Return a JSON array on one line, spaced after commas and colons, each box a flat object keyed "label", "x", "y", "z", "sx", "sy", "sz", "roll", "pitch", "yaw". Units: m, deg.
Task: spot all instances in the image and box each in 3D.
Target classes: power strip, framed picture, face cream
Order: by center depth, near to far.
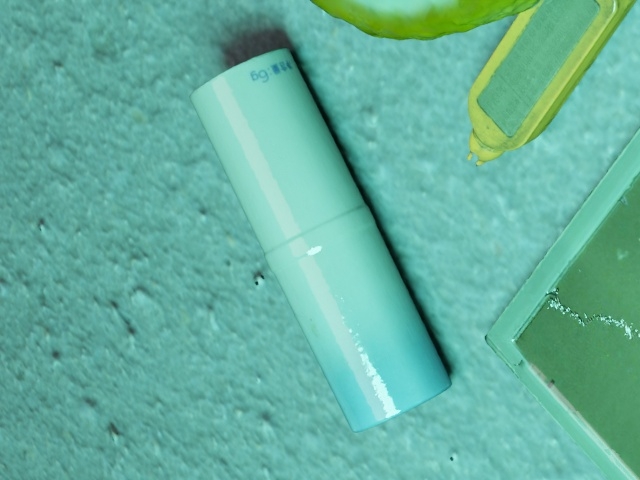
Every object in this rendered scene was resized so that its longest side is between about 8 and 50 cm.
[{"label": "framed picture", "x": 0.233, "y": 0.053, "z": 1.140, "sx": 0.231, "sy": 0.018, "sz": 0.293, "roll": 49, "pitch": 137, "yaw": 17}, {"label": "power strip", "x": 0.129, "y": -0.103, "z": 1.164, "sx": 0.049, "sy": 0.028, "sz": 0.178, "roll": 49, "pitch": 137, "yaw": 17}, {"label": "face cream", "x": 0.000, "y": 0.000, "z": 1.313, "sx": 0.077, "sy": 0.077, "sz": 0.250, "roll": -29, "pitch": 86, "yaw": 49}]

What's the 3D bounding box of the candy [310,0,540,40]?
[{"label": "candy", "x": 0.051, "y": -0.237, "z": 1.104, "sx": 0.260, "sy": 0.118, "sz": 0.260, "roll": 22, "pitch": 118, "yaw": 48}]
